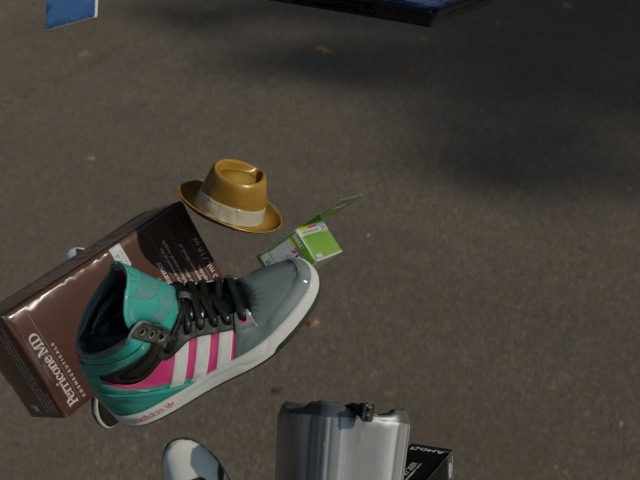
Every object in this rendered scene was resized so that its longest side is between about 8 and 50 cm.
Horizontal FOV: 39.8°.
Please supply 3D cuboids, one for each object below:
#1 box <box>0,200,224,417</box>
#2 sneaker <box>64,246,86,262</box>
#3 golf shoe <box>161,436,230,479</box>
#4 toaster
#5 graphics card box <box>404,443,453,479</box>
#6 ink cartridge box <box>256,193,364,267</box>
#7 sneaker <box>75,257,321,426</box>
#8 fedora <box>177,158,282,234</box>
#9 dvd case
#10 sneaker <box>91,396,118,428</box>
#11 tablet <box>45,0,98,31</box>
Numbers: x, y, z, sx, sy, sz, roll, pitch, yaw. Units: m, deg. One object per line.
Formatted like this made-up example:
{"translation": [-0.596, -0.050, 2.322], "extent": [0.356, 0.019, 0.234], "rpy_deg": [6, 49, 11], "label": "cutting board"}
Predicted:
{"translation": [-0.353, 0.106, 1.475], "extent": [0.143, 0.191, 0.381], "rpy_deg": [-10, 23, 49], "label": "box"}
{"translation": [-0.552, 0.093, 2.002], "extent": [0.153, 0.094, 0.235], "rpy_deg": [16, 33, -56], "label": "sneaker"}
{"translation": [-0.134, 0.310, 1.018], "extent": [0.077, 0.094, 0.198], "rpy_deg": [-25, 65, -8], "label": "golf shoe"}
{"translation": [0.023, 0.261, 1.015], "extent": [0.129, 0.227, 0.146], "rpy_deg": [9, 77, -18], "label": "toaster"}
{"translation": [0.131, 0.517, 1.491], "extent": [0.094, 0.232, 0.371], "rpy_deg": [2, 10, 27], "label": "graphics card box"}
{"translation": [0.000, 0.000, 2.111], "extent": [0.097, 0.255, 0.189], "rpy_deg": [58, 20, 5], "label": "ink cartridge box"}
{"translation": [-0.155, 0.076, 0.999], "extent": [0.295, 0.178, 0.124], "rpy_deg": [-34, 44, 0], "label": "sneaker"}
{"translation": [-0.139, -0.082, 1.461], "extent": [0.194, 0.079, 0.194], "rpy_deg": [21, 20, -8], "label": "fedora"}
{"translation": [0.059, -0.298, 1.064], "extent": [0.253, 0.022, 0.180], "rpy_deg": [18, 30, 27], "label": "dvd case"}
{"translation": [-0.358, 0.262, 1.716], "extent": [0.097, 0.084, 0.234], "rpy_deg": [19, 78, 37], "label": "sneaker"}
{"translation": [-0.317, -0.299, 1.127], "extent": [0.083, 0.054, 0.006], "rpy_deg": [-7, -13, 25], "label": "tablet"}
